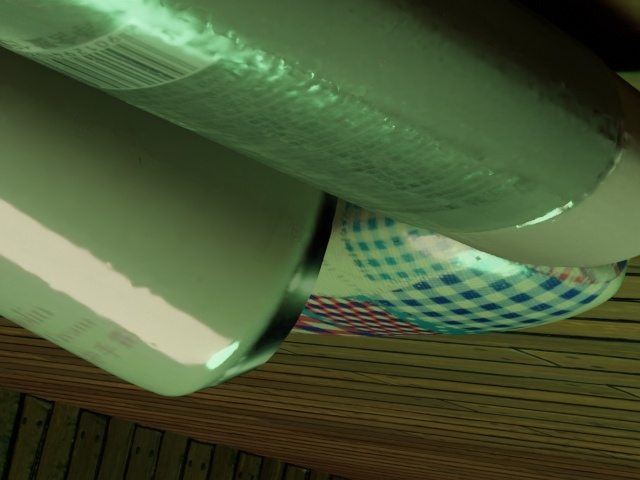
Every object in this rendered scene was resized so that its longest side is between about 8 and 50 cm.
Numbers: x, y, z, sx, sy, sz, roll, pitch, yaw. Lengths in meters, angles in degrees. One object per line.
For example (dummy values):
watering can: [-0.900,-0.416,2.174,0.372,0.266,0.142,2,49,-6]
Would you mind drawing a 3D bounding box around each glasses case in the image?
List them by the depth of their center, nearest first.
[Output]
glasses case: [0.000,0.000,0.816,0.125,0.076,0.327,16,170,-31]

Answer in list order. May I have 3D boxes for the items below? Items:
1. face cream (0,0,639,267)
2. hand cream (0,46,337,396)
face cream: [0.001,-0.053,0.522,0.107,0.073,0.269,10,171,41]
hand cream: [-0.165,-0.063,0.593,0.359,0.118,0.185,25,168,-20]
